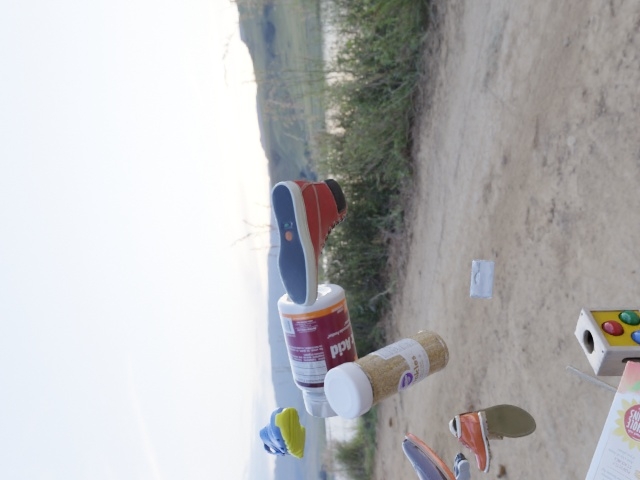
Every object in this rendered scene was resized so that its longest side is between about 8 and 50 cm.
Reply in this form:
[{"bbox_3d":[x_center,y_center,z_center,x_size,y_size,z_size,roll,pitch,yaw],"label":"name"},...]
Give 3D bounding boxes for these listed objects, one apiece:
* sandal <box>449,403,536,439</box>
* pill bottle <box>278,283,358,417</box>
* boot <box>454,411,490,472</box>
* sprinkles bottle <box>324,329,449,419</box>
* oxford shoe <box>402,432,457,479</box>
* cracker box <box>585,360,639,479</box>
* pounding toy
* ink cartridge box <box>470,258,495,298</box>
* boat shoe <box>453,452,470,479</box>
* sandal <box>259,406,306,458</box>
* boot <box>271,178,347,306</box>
[{"bbox_3d":[0.461,0.507,1.283,0.079,0.240,0.088,106,162,-57],"label":"sandal"},{"bbox_3d":[0.005,0.361,1.545,0.224,0.224,0.392,-109,7,-81],"label":"pill bottle"},{"bbox_3d":[0.393,0.520,1.198,0.059,0.084,0.158,-18,-81,-77],"label":"boot"},{"bbox_3d":[0.177,0.328,1.179,0.121,0.355,0.121,14,109,47],"label":"sprinkles bottle"},{"bbox_3d":[0.222,0.492,0.861,0.271,0.098,0.097,53,170,37],"label":"oxford shoe"},{"bbox_3d":[0.302,0.237,0.378,0.232,0.067,0.156,-67,17,-3],"label":"cracker box"},{"bbox_3d":[0.612,0.233,0.965,0.206,0.181,0.094,-84,-10,-54],"label":"pounding toy"},{"bbox_3d":[0.488,0.113,1.395,0.150,0.063,0.109,3,-89,-69],"label":"ink cartridge box"},{"bbox_3d":[0.424,0.691,1.403,0.038,0.046,0.125,-109,6,-59],"label":"boat shoe"},{"bbox_3d":[-0.127,0.605,1.443,0.317,0.138,0.126,84,-170,-51],"label":"sandal"},{"bbox_3d":[0.000,0.000,0.929,0.088,0.176,0.244,-1,97,43],"label":"boot"}]
